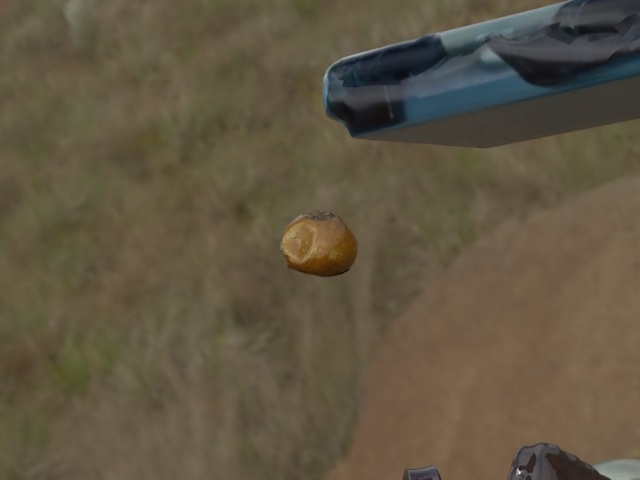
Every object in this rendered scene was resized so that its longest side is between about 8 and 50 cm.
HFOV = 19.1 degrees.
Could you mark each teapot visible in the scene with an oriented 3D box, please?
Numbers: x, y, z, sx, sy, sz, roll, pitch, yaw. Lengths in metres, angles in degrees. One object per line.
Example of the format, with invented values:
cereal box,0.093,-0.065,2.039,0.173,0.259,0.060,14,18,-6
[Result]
teapot,0.086,0.233,1.687,0.045,0.068,0.100,-3,5,-8

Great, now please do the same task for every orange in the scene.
orange,0.000,0.000,1.911,0.086,0.062,0.086,14,19,-5

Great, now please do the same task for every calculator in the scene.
calculator,0.138,-0.094,1.055,0.293,0.051,0.173,-10,-8,38

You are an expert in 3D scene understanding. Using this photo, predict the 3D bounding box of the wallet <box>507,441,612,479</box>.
wallet,0.180,0.270,1.306,0.049,0.182,0.229,-28,40,51

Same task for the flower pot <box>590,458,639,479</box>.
flower pot,0.274,0.317,1.692,0.195,0.246,0.246,-6,26,27
